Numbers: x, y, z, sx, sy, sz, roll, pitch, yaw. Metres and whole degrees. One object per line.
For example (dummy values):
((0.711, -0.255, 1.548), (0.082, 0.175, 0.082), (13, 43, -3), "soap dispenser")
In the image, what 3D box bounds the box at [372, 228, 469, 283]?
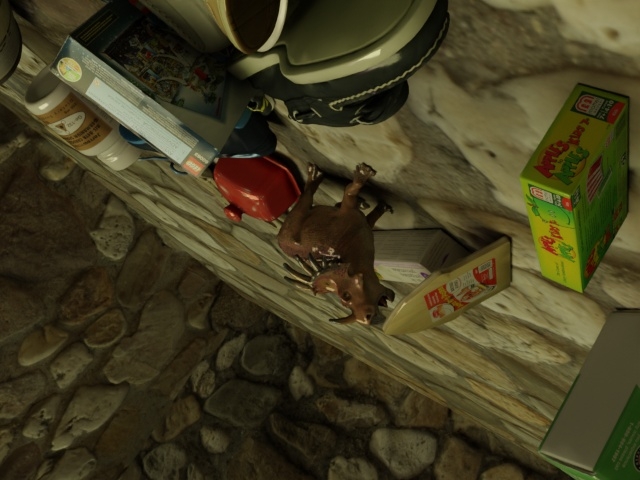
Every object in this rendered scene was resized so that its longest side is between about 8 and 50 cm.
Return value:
((0.118, 0.026, 1.166), (0.063, 0.067, 0.324), (37, 167, -18), "box")

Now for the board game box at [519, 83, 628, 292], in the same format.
((0.219, -0.036, 0.606), (0.043, 0.092, 0.181), (27, 166, 32), "board game box")

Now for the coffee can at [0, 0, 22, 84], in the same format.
((-0.616, -0.373, 1.189), (0.201, 0.202, 0.275), (36, 167, -12), "coffee can")

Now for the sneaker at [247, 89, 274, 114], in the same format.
((-0.085, -0.185, 0.946), (0.031, 0.035, 0.083), (31, 168, 14), "sneaker")

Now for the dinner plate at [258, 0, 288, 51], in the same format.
((-0.062, -0.224, 0.577), (0.141, 0.017, 0.141), (40, 136, 53), "dinner plate")

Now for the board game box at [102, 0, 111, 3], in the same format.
((-0.283, -0.356, 0.781), (0.165, 0.042, 0.243), (28, 166, 25), "board game box")

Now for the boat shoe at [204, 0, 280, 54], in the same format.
((-0.059, -0.167, 0.412), (0.045, 0.050, 0.135), (31, 157, 26), "boat shoe")

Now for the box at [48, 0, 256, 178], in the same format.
((-0.141, -0.181, 0.717), (0.159, 0.233, 0.044), (37, 125, -15), "box")

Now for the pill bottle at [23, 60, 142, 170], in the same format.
((-0.471, -0.248, 1.463), (0.131, 0.131, 0.229), (22, 163, 44), "pill bottle")

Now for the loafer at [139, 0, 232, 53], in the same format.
((-0.201, -0.284, 0.632), (0.319, 0.111, 0.112), (45, -155, -27), "loafer")

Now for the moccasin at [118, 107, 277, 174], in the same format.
((-0.199, -0.160, 1.104), (0.116, 0.138, 0.342), (38, 169, -39), "moccasin")

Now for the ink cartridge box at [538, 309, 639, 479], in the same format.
((0.440, 0.248, 0.850), (0.289, 0.211, 0.121), (36, 167, -10), "ink cartridge box")

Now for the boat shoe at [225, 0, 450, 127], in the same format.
((0.022, -0.148, 0.604), (0.113, 0.127, 0.340), (38, 169, -25), "boat shoe")

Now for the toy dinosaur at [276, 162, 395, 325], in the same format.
((0.000, 0.000, 1.050), (0.127, 0.200, 0.295), (41, 166, -31), "toy dinosaur")

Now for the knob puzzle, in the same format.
((0.167, 0.070, 0.981), (0.030, 0.213, 0.213), (62, -179, 27), "knob puzzle")

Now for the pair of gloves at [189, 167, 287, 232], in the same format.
((-0.172, -0.098, 1.493), (0.240, 0.042, 0.204), (26, 169, 38), "pair of gloves")

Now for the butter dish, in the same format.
((-0.121, -0.086, 1.224), (0.160, 0.118, 0.160), (29, 168, 19), "butter dish")
